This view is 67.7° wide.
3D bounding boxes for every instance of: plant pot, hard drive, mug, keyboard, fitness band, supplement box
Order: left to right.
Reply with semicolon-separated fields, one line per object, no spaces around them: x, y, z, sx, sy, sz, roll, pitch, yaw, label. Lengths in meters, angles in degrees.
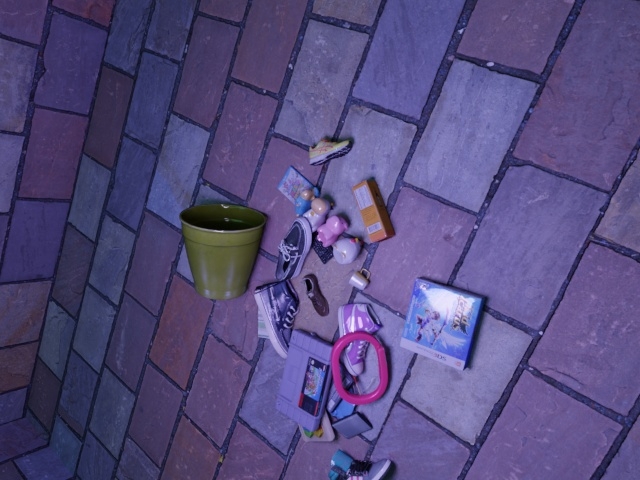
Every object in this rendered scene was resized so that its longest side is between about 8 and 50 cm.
-0.435;0.059;2.108;0.367;0.367;0.352;19;114;31;plant pot
0.000;0.000;1.994;0.108;0.023;0.180;-43;71;26;keyboard
0.127;0.743;1.920;0.135;0.022;0.094;-36;106;29;hard drive
0.148;0.487;1.823;0.209;0.054;0.290;-9;102;-3;fitness band
0.158;0.156;1.879;0.064;0.062;0.078;36;117;18;mug
0.202;-0.112;1.828;0.080;0.078;0.233;-23;79;34;supplement box

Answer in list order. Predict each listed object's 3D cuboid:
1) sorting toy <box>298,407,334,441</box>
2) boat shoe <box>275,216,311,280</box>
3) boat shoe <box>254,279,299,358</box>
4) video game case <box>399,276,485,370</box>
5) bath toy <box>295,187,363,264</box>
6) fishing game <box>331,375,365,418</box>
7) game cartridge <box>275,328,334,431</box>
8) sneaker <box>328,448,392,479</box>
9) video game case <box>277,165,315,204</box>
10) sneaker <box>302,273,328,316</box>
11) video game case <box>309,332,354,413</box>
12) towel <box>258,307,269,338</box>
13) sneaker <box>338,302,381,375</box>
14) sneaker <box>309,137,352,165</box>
-0.041;0.755;2.015;0.208;0.038;0.192;-32;75;48;sorting toy
-0.127;0.041;1.978;0.113;0.105;0.306;45;132;28;boat shoe
-0.152;0.331;2.053;0.158;0.127;0.340;-23;90;14;boat shoe
0.432;0.294;1.709;0.244;0.061;0.269;16;101;30;video game case
0.043;-0.060;1.908;0.348;0.129;0.151;50;152;23;bath toy
0.076;0.637;1.965;0.264;0.041;0.189;-31;74;39;fishing game
-0.062;0.569;1.960;0.230;0.068;0.354;16;95;44;game cartridge
0.135;0.900;1.895;0.178;0.124;0.295;47;116;11;sneaker
-0.104;-0.225;2.054;0.166;0.015;0.119;44;114;24;video game case
-0.030;0.233;1.994;0.066;0.071;0.188;-30;76;30;sneaker
0.006;0.546;1.981;0.274;0.026;0.196;46;121;32;video game case
-0.234;0.367;2.163;0.113;0.023;0.151;2;91;30;towel
0.163;0.385;1.863;0.161;0.102;0.281;-11;86;29;sneaker
0.031;-0.374;1.923;0.209;0.081;0.094;-15;82;33;sneaker
